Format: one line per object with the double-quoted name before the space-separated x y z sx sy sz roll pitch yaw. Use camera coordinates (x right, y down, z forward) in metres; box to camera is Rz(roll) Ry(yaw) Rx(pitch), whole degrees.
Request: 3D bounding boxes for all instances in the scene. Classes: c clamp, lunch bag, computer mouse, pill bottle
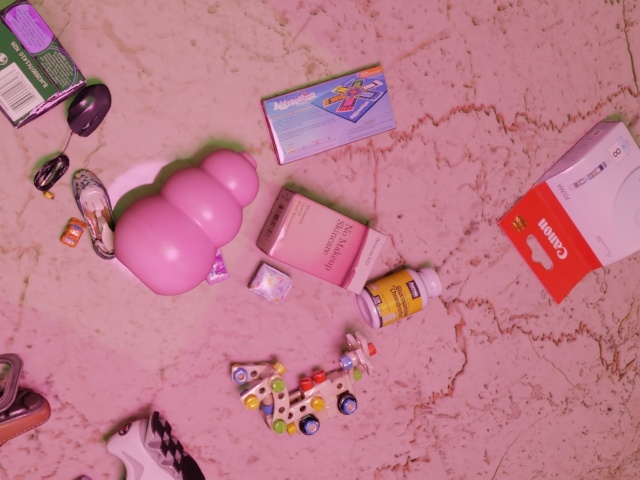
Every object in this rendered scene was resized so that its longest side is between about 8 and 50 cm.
"c clamp" -0.658 0.288 1.391 0.137 0.161 0.022 -2 133 3
"lunch bag" -0.110 0.096 1.573 0.083 0.053 0.071 28 89 -12
"computer mouse" -0.478 -0.197 1.382 0.242 0.041 0.071 -60 156 1
"pill bottle" 0.184 0.127 1.649 0.184 0.103 0.103 -22 107 -13

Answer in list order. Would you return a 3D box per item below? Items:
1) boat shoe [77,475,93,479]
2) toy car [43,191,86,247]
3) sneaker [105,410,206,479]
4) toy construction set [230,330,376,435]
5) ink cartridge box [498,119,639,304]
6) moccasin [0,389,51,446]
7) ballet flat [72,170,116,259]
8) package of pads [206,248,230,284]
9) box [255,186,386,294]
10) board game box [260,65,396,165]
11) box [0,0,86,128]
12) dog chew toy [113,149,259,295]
"boat shoe" -0.472 0.633 1.548 0.084 0.095 0.258 -34 99 -5
"toy car" -0.521 -0.039 1.415 0.060 0.040 0.122 -45 111 -5
"sneaker" -0.351 0.529 1.559 0.146 0.122 0.331 -23 109 6
"toy construction set" -0.022 0.323 1.606 0.327 0.151 0.215 -20 106 -2
"ink cartridge box" 0.675 -0.062 1.782 0.385 0.091 0.308 -43 110 -7
"moccasin" -0.707 0.423 1.396 0.380 0.139 0.147 -30 115 -13
"ballet flat" -0.442 -0.050 1.426 0.070 0.070 0.189 -21 107 -13
"package of pads" -0.231 0.050 1.534 0.050 0.032 0.083 -20 106 -12
"box" 0.000 0.000 1.550 0.232 0.127 0.149 24 92 -21
"board game box" 0.021 -0.275 1.555 0.281 0.027 0.145 -19 108 -14
"box" -0.515 -0.304 1.240 0.143 0.270 0.165 -36 109 -8
"dog chew toy" -0.253 -0.051 1.425 0.206 0.206 0.332 46 77 -21
